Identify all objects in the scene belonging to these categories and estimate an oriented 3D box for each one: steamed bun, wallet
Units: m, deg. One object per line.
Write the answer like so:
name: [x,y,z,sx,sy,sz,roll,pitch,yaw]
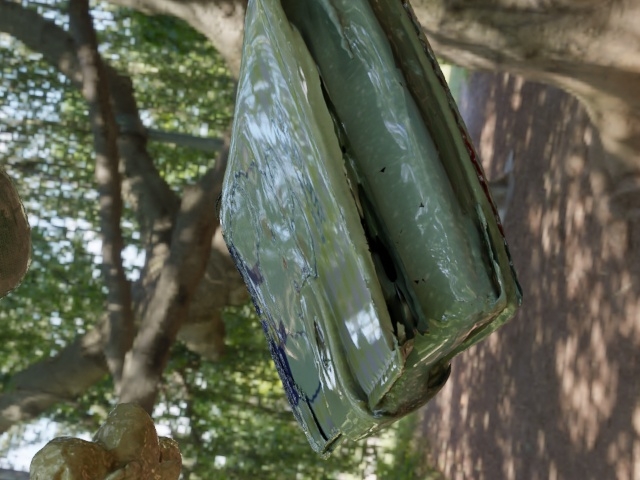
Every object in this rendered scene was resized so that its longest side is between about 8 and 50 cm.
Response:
steamed bun: [-0.263,0.356,1.090,0.292,0.137,0.295,-65,-32,-11]
wallet: [0.000,0.000,0.497,0.309,0.077,0.223,113,135,-67]

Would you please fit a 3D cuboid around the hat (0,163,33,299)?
hat: [-0.292,-0.004,0.646,0.130,0.257,0.257,-26,-43,-36]
